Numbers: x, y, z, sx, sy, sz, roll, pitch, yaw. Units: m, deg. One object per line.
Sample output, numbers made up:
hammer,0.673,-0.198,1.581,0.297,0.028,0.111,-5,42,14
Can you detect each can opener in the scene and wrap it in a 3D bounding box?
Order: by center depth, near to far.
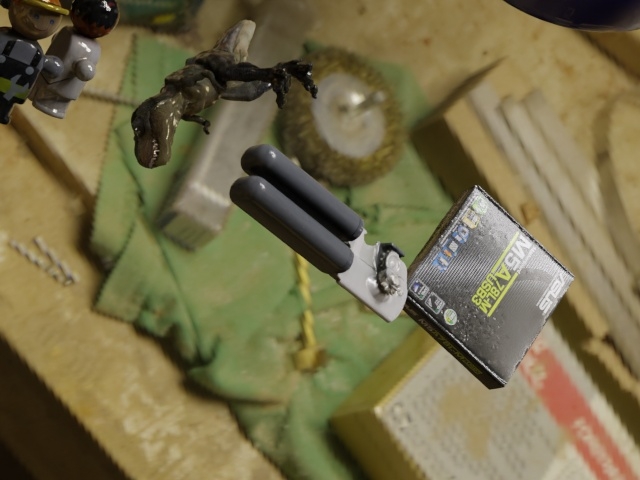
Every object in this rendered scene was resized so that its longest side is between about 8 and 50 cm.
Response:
can opener,0.000,0.000,1.557,0.280,0.093,0.074,41,56,-43

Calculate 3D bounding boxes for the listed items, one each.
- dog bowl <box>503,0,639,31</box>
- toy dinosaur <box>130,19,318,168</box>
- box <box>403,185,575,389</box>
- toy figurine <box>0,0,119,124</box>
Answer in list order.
dog bowl,0.214,-0.293,1.116,0.265,0.104,0.264,1,76,-5
toy dinosaur,-0.071,-0.145,1.326,0.268,0.118,0.064,-55,148,-54
box,0.206,0.059,1.896,0.184,0.045,0.190,42,64,-10
toy figurine,-0.310,-0.221,1.440,0.210,0.148,0.213,33,14,13
